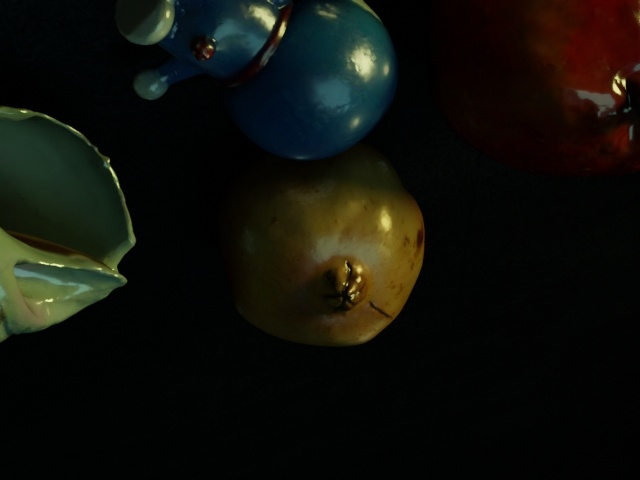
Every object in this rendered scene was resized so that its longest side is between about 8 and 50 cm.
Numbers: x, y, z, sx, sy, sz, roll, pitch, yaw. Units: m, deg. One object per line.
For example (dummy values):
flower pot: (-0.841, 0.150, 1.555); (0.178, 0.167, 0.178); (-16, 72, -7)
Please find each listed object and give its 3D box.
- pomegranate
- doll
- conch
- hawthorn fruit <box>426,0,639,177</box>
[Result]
pomegranate: (-0.002, -0.001, 1.885); (0.209, 0.209, 0.209); (-17, 138, -16)
doll: (-0.054, -0.177, 1.723); (0.215, 0.161, 0.257); (-37, 125, 27)
conch: (-0.348, -0.019, 1.652); (0.368, 0.197, 0.249); (29, 77, -46)
hawthorn fruit: (0.232, -0.172, 1.766); (0.265, 0.307, 0.265); (-7, 117, -13)
